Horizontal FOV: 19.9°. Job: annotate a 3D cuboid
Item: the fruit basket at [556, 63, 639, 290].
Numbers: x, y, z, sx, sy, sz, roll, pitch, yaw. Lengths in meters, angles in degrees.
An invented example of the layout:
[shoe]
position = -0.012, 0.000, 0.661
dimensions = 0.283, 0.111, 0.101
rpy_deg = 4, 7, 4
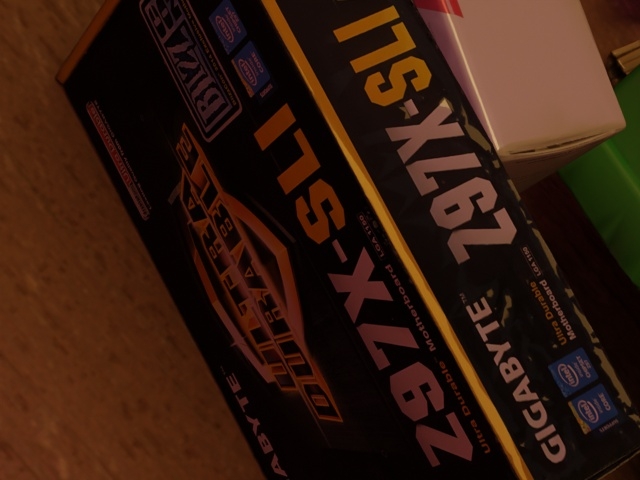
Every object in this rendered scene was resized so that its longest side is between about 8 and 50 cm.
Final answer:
[fruit basket]
position = 0.300, 0.076, 1.054
dimensions = 0.392, 0.392, 0.283
rpy_deg = 12, 28, -20

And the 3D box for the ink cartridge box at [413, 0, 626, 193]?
[ink cartridge box]
position = 0.046, -0.085, 0.979
dimensions = 0.092, 0.218, 0.159
rpy_deg = -13, 79, -32

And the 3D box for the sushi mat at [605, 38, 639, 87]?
[sushi mat]
position = 0.340, -0.108, 1.224
dimensions = 0.316, 0.019, 0.151
rpy_deg = -24, 87, -28

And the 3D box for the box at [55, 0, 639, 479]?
[box]
position = 0.000, 0.000, 0.910
dimensions = 0.079, 0.257, 0.322
rpy_deg = -26, 85, -28
